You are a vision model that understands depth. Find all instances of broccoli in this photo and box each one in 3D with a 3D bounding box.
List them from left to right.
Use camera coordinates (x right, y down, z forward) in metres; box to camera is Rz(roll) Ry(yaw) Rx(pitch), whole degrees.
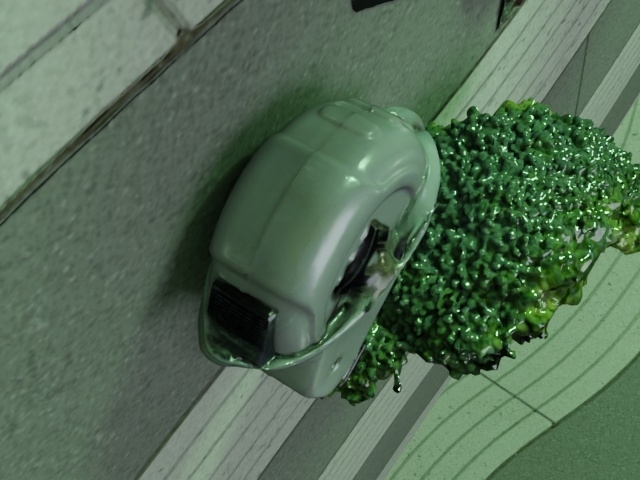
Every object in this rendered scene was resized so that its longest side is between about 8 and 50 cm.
[{"bbox_3d":[0.182,0.003,0.904,0.353,0.275,0.397,-16,170,25],"label":"broccoli"}]

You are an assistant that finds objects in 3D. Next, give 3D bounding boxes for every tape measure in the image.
[{"bbox_3d":[0.000,0.000,0.599,0.236,0.120,0.197,-62,160,3],"label":"tape measure"}]

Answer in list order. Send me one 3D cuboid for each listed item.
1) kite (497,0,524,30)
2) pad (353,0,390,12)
[{"bbox_3d":[0.234,-0.321,0.824,0.229,0.012,0.250,-25,143,-60],"label":"kite"},{"bbox_3d":[0.077,-0.224,0.594,0.157,0.003,0.112,-34,151,-50],"label":"pad"}]
